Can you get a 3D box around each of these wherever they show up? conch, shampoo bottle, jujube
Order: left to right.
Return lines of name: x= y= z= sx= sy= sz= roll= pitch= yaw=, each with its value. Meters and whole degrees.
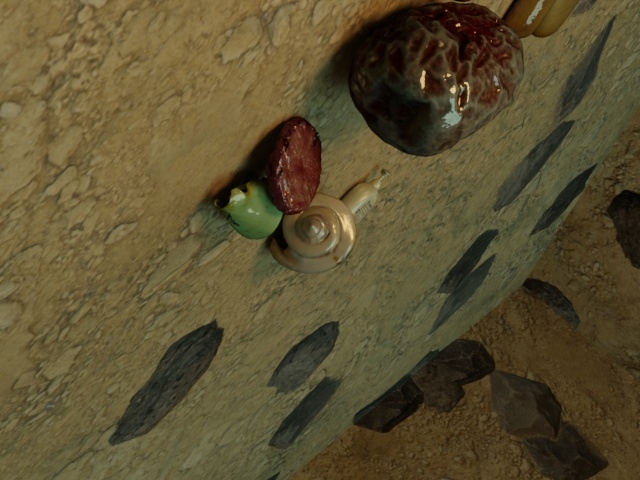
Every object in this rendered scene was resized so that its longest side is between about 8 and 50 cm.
conch: x=-0.106 y=-0.059 z=1.672 sx=0.106 sy=0.079 sz=0.170 roll=-62 pitch=158 yaw=-1
conch: x=0.008 y=0.007 z=1.961 sx=0.158 sy=0.127 sz=0.255 roll=-48 pitch=158 yaw=2
shampoo bottle: x=0.078 y=-0.080 z=2.091 sx=0.152 sy=0.045 sz=0.077 roll=-46 pitch=158 yaw=-2
jujube: x=0.184 y=-0.258 z=1.695 sx=0.317 sy=0.226 sz=0.226 roll=-37 pitch=159 yaw=-46

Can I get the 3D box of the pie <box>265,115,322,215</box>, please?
pie: x=-0.038 y=-0.113 z=1.673 sx=0.154 sy=0.036 sz=0.155 roll=-28 pitch=122 yaw=-59

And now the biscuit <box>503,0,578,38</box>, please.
biscuit: x=0.479 y=-0.516 z=2.110 sx=0.291 sy=0.062 sz=0.237 roll=-56 pitch=162 yaw=25
